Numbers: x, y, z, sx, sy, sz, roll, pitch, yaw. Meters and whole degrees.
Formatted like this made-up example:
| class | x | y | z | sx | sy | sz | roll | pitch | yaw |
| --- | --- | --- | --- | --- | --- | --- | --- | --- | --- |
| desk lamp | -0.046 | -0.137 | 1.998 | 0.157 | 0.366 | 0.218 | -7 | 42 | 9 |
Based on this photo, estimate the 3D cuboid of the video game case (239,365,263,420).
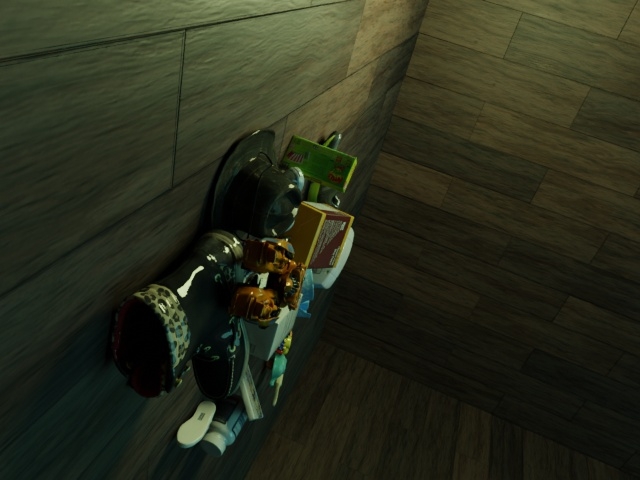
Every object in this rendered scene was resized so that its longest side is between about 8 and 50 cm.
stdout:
| class | x | y | z | sx | sy | sz | roll | pitch | yaw |
| --- | --- | --- | --- | --- | --- | --- | --- | --- | --- |
| video game case | -0.244 | 0.499 | 1.677 | 0.183 | 0.023 | 0.201 | 81 | -11 | -72 |

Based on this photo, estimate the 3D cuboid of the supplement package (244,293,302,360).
| class | x | y | z | sx | sy | sz | roll | pitch | yaw |
| --- | --- | --- | --- | --- | --- | --- | --- | --- | --- |
| supplement package | -0.166 | 0.244 | 1.569 | 0.244 | 0.139 | 0.134 | -42 | 150 | -69 |

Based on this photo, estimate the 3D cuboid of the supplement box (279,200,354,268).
| class | x | y | z | sx | sy | sz | roll | pitch | yaw |
| --- | --- | --- | --- | --- | --- | --- | --- | --- | --- |
| supplement box | -0.018 | -0.018 | 1.654 | 0.194 | 0.129 | 0.191 | 1 | 112 | -56 |

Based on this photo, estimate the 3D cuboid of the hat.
| class | x | y | z | sx | sy | sz | roll | pitch | yaw |
| --- | --- | --- | --- | --- | --- | --- | --- | --- | --- |
| hat | -0.117 | -0.091 | 1.113 | 0.331 | 0.134 | 0.331 | 21 | 90 | -80 |

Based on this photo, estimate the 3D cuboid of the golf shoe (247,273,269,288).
| class | x | y | z | sx | sy | sz | roll | pitch | yaw |
| --- | --- | --- | --- | --- | --- | --- | --- | --- | --- |
| golf shoe | -0.177 | 0.127 | 1.483 | 0.176 | 0.069 | 0.086 | -57 | 159 | -55 |

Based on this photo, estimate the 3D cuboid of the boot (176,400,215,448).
| class | x | y | z | sx | sy | sz | roll | pitch | yaw |
| --- | --- | --- | --- | --- | --- | --- | --- | --- | --- |
| boot | -0.350 | 0.540 | 1.406 | 0.190 | 0.069 | 0.086 | -47 | 154 | -70 |

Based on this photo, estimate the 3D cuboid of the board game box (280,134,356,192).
| class | x | y | z | sx | sy | sz | roll | pitch | yaw |
| --- | --- | --- | --- | --- | --- | --- | --- | --- | --- |
| board game box | -0.004 | -0.204 | 1.336 | 0.043 | 0.181 | 0.092 | 64 | 49 | -78 |

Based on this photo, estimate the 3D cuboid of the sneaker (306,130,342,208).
| class | x | y | z | sx | sy | sz | roll | pitch | yaw |
| --- | --- | --- | --- | --- | --- | --- | --- | --- | --- |
| sneaker | 0.041 | -0.236 | 1.712 | 0.111 | 0.121 | 0.300 | -59 | 167 | -46 |

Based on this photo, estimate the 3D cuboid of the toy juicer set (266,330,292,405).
| class | x | y | z | sx | sy | sz | roll | pitch | yaw |
| --- | --- | --- | --- | --- | --- | --- | --- | --- | --- |
| toy juicer set | -0.200 | 0.550 | 2.276 | 0.209 | 0.089 | 0.329 | -89 | -169 | -80 |

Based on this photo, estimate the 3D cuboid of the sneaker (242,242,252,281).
| class | x | y | z | sx | sy | sz | roll | pitch | yaw |
| --- | --- | --- | --- | --- | --- | --- | --- | --- | --- |
| sneaker | -0.188 | 0.070 | 1.298 | 0.052 | 0.058 | 0.135 | -48 | 159 | -64 |

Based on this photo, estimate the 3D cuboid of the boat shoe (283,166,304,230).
| class | x | y | z | sx | sy | sz | roll | pitch | yaw |
| --- | --- | --- | --- | --- | --- | --- | --- | --- | --- |
| boat shoe | -0.107 | -0.099 | 1.348 | 0.076 | 0.080 | 0.228 | -24 | 155 | -35 |

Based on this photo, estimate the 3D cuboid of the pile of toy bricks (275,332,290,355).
| class | x | y | z | sx | sy | sz | roll | pitch | yaw |
| --- | --- | --- | --- | --- | --- | --- | --- | --- | --- |
| pile of toy bricks | -0.185 | 0.346 | 1.884 | 0.105 | 0.118 | 0.212 | -42 | -158 | 27 |

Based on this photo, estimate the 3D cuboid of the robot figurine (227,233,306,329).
| class | x | y | z | sx | sy | sz | roll | pitch | yaw |
| --- | --- | --- | --- | --- | --- | --- | --- | --- | --- |
| robot figurine | -0.098 | 0.088 | 1.033 | 0.291 | 0.085 | 0.211 | 27 | 75 | -76 |

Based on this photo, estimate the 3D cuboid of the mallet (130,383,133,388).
| class | x | y | z | sx | sy | sz | roll | pitch | yaw |
| --- | --- | --- | --- | --- | --- | --- | --- | --- | --- |
| mallet | -0.338 | 0.287 | 1.022 | 0.190 | 0.039 | 0.062 | 100 | 13 | -66 |

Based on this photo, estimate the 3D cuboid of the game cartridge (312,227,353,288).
| class | x | y | z | sx | sy | sz | roll | pitch | yaw |
| --- | --- | --- | --- | --- | --- | --- | --- | --- | --- |
| game cartridge | 0.024 | 0.068 | 2.124 | 0.062 | 0.198 | 0.297 | 48 | 59 | -42 |

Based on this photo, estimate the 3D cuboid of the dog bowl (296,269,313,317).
| class | x | y | z | sx | sy | sz | roll | pitch | yaw |
| --- | --- | --- | --- | --- | --- | --- | --- | --- | --- |
| dog bowl | -0.082 | 0.193 | 1.953 | 0.297 | 0.074 | 0.166 | 98 | -17 | -54 |

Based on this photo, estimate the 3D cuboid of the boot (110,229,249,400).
| class | x | y | z | sx | sy | sz | roll | pitch | yaw |
| --- | --- | --- | --- | --- | --- | --- | --- | --- | --- |
| boot | -0.246 | 0.194 | 0.937 | 0.284 | 0.138 | 0.377 | -48 | 148 | -64 |

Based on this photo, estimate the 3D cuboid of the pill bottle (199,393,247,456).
| class | x | y | z | sx | sy | sz | roll | pitch | yaw |
| --- | --- | --- | --- | --- | --- | --- | --- | --- | --- |
| pill bottle | -0.315 | 0.605 | 1.641 | 0.180 | 0.108 | 0.108 | -56 | 165 | -50 |
